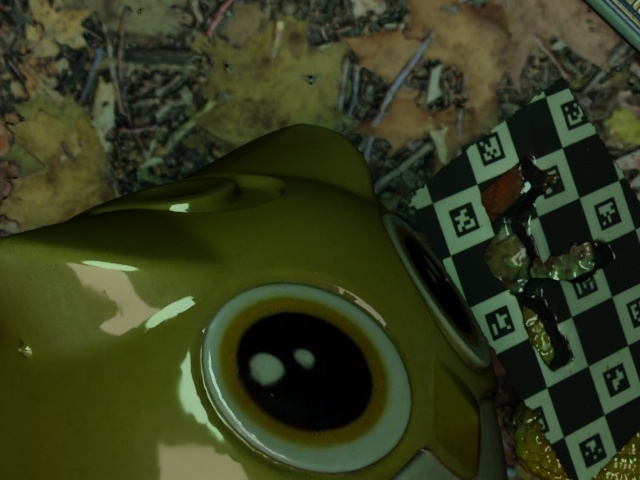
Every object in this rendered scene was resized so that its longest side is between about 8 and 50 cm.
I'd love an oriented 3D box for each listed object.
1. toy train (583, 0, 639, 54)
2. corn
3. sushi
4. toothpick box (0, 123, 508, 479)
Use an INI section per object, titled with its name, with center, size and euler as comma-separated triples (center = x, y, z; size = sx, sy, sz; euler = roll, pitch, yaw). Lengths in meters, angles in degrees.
[toy train]
center = 0.180, -0.228, 0.873
size = 0.252, 0.048, 0.055
euler = 41, 109, -8
[corn]
center = 0.312, 0.192, 0.987
size = 0.312, 0.102, 0.102
euler = 6, 112, 6
[sushi]
center = 0.190, 0.033, 0.949
size = 0.192, 0.043, 0.279
euler = -39, 104, -19
[toothpick box]
center = -0.060, 0.156, 0.861
size = 0.408, 0.409, 0.425
euler = -8, 104, 11
